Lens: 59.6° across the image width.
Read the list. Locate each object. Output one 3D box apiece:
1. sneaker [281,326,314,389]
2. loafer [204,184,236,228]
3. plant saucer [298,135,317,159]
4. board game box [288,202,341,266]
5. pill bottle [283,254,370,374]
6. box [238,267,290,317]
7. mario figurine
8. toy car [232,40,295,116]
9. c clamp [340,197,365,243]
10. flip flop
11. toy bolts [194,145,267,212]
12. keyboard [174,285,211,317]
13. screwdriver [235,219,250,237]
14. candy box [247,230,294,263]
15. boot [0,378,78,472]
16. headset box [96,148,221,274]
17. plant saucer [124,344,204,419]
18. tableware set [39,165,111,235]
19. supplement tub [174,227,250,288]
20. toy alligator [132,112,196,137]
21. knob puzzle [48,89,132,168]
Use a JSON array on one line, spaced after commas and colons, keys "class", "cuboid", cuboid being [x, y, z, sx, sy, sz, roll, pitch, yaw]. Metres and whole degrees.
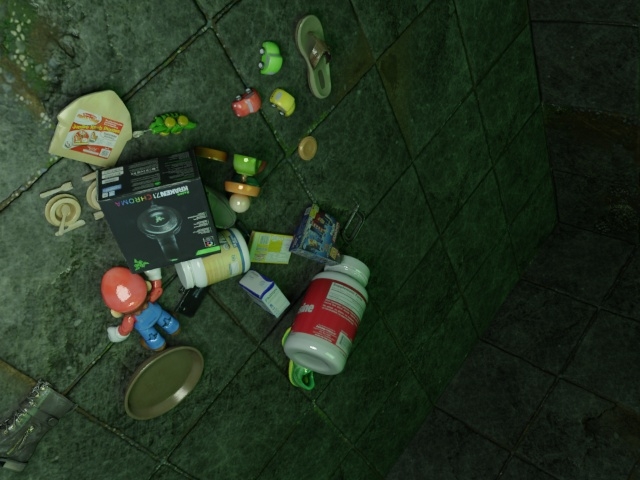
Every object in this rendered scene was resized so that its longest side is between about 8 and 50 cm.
[{"class": "sneaker", "cuboid": [-0.067, 0.448, 2.152, 0.109, 0.124, 0.295, -30, 124, -35]}, {"class": "loafer", "cuboid": [-0.355, -0.112, 1.590, 0.112, 0.111, 0.319, -39, 137, 14]}, {"class": "plant saucer", "cuboid": [-0.042, -0.316, 1.916, 0.084, 0.013, 0.083, -21, 122, -38]}, {"class": "board game box", "cuboid": [0.000, 0.000, 2.008, 0.194, 0.060, 0.194, 36, 57, -29]}, {"class": "pill bottle", "cuboid": [0.039, 0.263, 2.053, 0.229, 0.229, 0.407, 57, 47, -44]}, {"class": "box", "cuboid": [-0.191, 0.179, 1.900, 0.072, 0.126, 0.137, -48, 135, -18]}, {"class": "mario figurine", "cuboid": [-0.524, 0.175, 1.587, 0.320, 0.170, 0.198, 73, 18, -49]}, {"class": "toy car", "cuboid": [-0.153, -0.485, 1.692, 0.239, 0.053, 0.224, -12, 116, -43]}, {"class": "c clamp", "cuboid": [0.124, -0.071, 2.199, 0.137, 0.022, 0.160, 33, 82, -54]}, {"class": "flip flop", "cuboid": [-0.004, -0.583, 1.782, 0.112, 0.080, 0.276, -37, 131, -30]}, {"class": "toy bolts", "cuboid": [-0.263, -0.174, 1.642, 0.228, 0.219, 0.158, -21, 124, -80]}, {"class": "keyboard", "cuboid": [-0.397, 0.151, 1.752, 0.180, 0.023, 0.108, -61, 145, -8]}, {"class": "screwdriver", "cuboid": [-0.233, -0.014, 1.845, 0.024, 0.025, 0.170, -52, 136, -16]}, {"class": "candy box", "cuboid": [-0.170, 0.025, 1.915, 0.206, 0.027, 0.105, 7, 105, -53]}, {"class": "boot", "cuboid": [-0.790, 0.460, 1.447, 0.228, 0.091, 0.263, -58, 142, -18]}, {"class": "headset box", "cuboid": [-0.406, -0.063, 1.440, 0.247, 0.131, 0.283, -14, 136, -9]}, {"class": "plant saucer", "cuboid": [-0.487, 0.434, 1.732, 0.278, 0.041, 0.277, -34, 143, -31]}, {"class": "tableware set", "cuboid": [-0.593, -0.093, 1.412, 0.194, 0.039, 0.128, -31, 134, -33]}, {"class": "supplement tub", "cuboid": [-0.326, 0.056, 1.673, 0.200, 0.144, 0.144, -20, 122, -24]}, {"class": "toy alligator", "cuboid": [-0.421, -0.314, 1.494, 0.190, 0.056, 0.051, -19, 80, -41]}, {"class": "knob puzzle", "cuboid": [-0.551, -0.283, 1.367, 0.213, 0.030, 0.213, -28, 141, -26]}]
